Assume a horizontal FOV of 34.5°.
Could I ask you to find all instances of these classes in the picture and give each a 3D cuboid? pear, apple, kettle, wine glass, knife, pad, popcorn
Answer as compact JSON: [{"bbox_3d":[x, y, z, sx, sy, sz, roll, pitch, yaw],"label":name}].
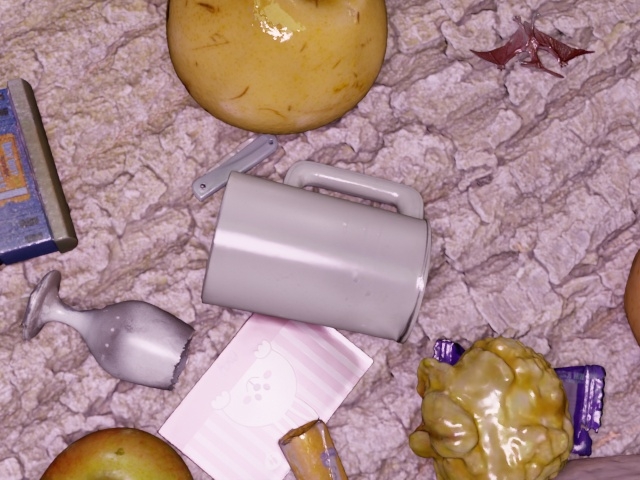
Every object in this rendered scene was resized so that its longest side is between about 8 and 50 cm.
[{"bbox_3d":[-0.066,-0.325,1.553,0.348,0.348,0.348,1,80,-4],"label":"pear"},{"bbox_3d":[-0.292,0.388,1.452,0.246,0.226,0.246,1,78,-2],"label":"apple"},{"bbox_3d":[-0.003,0.015,1.574,0.318,0.265,0.205,12,111,-1],"label":"kettle"},{"bbox_3d":[-0.314,0.138,1.548,0.241,0.126,0.126,23,79,2],"label":"wine glass"},{"bbox_3d":[-0.138,-0.123,1.655,0.162,0.023,0.044,-35,86,-9],"label":"knife"},{"bbox_3d":[-0.083,0.242,1.603,0.202,0.005,0.299,39,80,3],"label":"pad"},{"bbox_3d":[0.251,0.265,1.483,0.255,0.195,0.256,16,96,-7],"label":"popcorn"}]

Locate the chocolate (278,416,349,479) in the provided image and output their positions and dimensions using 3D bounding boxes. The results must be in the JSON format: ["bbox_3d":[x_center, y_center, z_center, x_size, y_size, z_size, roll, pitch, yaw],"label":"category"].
[{"bbox_3d":[0.015,0.381,1.554,0.086,0.085,0.219,-26,91,-8],"label":"chocolate"}]

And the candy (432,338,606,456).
[{"bbox_3d":[0.302,0.244,1.598,0.275,0.070,0.145,9,86,-1],"label":"candy"}]

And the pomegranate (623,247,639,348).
[{"bbox_3d":[0.629,0.100,1.531,0.343,0.342,0.342,1,80,-4],"label":"pomegranate"}]

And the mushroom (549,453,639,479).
[{"bbox_3d":[0.480,0.470,1.517,0.397,0.224,0.313,-3,92,1],"label":"mushroom"}]

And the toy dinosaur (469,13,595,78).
[{"bbox_3d":[0.354,-0.323,1.722,0.220,0.032,0.108,-4,77,-7],"label":"toy dinosaur"}]

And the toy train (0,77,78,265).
[{"bbox_3d":[-0.501,-0.090,1.579,0.202,0.131,0.299,-17,82,-14],"label":"toy train"}]
